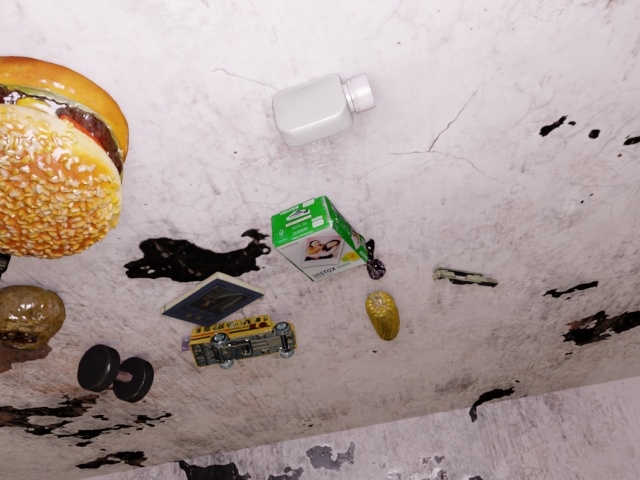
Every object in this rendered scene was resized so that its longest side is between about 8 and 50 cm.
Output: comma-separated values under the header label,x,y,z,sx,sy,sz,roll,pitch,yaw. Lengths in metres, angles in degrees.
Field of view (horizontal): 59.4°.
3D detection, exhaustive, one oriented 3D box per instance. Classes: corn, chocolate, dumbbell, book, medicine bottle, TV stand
label,x,y,z,sx,sy,sz,roll,pitch,yaw
corn,0.216,0.258,1.882,0.101,0.101,0.310,-15,145,8
chocolate,0.138,0.053,1.596,0.070,0.072,0.147,19,156,38
dumbbell,-0.690,0.451,1.897,0.152,0.152,0.218,-22,145,19
book,-0.327,0.186,1.702,0.269,0.025,0.191,-31,142,29
medicine bottle,0.006,-0.249,1.041,0.183,0.119,0.069,-18,143,10
TV stand,0.464,0.122,1.792,0.249,0.042,0.036,9,140,-26

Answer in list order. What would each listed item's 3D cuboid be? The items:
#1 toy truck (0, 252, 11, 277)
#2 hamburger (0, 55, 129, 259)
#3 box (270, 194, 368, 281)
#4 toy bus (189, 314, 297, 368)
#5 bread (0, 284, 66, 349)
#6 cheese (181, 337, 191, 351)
label,x,y,z,sx,sy,sz,roll,pitch,yaw
toy truck,-0.744,0.012,1.242,0.113,0.126,0.208,22,132,-37
hamburger,-0.503,-0.130,0.971,0.330,0.250,0.330,-7,147,-5
box,0.000,0.000,1.433,0.180,0.103,0.250,-21,145,18
toy bus,-0.248,0.325,1.832,0.335,0.123,0.121,-10,122,-1
bread,-0.819,0.216,1.538,0.230,0.123,0.230,-9,148,-5
cheese,-0.382,0.361,1.938,0.191,0.042,0.105,2,144,-16
